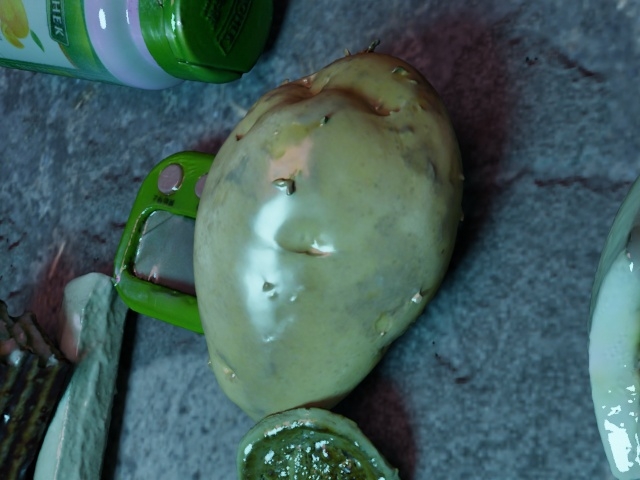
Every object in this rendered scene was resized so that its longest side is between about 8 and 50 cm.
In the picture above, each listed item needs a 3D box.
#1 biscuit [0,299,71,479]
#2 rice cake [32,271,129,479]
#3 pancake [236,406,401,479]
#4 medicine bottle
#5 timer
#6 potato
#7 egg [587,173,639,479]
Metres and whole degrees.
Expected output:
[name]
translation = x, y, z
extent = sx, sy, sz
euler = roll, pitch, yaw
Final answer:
[biscuit]
translation = -0.270, 0.164, 0.743
extent = 0.106, 0.070, 0.252
euler = 33, 103, 54
[rice cake]
translation = -0.185, 0.153, 0.735
extent = 0.057, 0.052, 0.256
euler = -5, 72, 36
[pancake]
translation = -0.005, 0.150, 0.605
extent = 0.108, 0.017, 0.108
euler = 2, 108, 7
[medicine bottle]
translation = -0.171, -0.191, 0.787
extent = 0.274, 0.133, 0.134
euler = 13, 83, 35
[timer]
translation = -0.085, 0.002, 0.721
extent = 0.140, 0.047, 0.128
euler = 14, 81, 36
[potato]
translation = -0.004, -0.002, 0.605
extent = 0.161, 0.128, 0.235
euler = 40, 102, 3
[egg]
translation = 0.231, 0.058, 0.428
extent = 0.271, 0.162, 0.206
euler = 28, 55, 5
